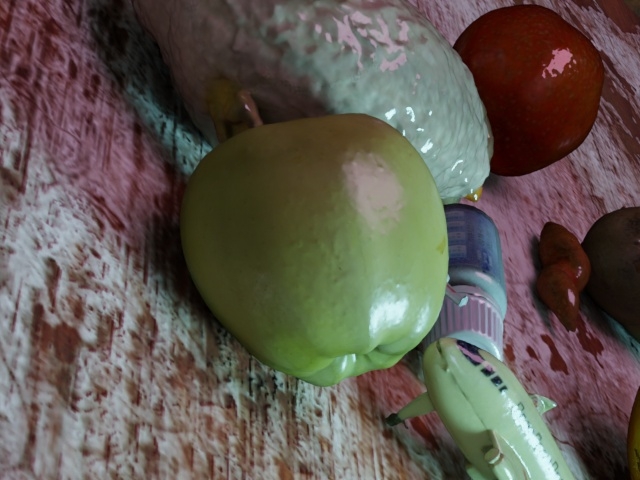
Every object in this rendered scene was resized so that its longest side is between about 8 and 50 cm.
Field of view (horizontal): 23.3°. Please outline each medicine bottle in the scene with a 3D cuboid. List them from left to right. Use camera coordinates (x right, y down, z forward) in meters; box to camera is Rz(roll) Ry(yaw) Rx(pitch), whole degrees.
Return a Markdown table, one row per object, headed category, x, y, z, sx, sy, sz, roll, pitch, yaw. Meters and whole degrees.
| category | x | y | z | sx | sy | sz | roll | pitch | yaw |
| --- | --- | --- | --- | --- | --- | --- | --- | --- | --- |
| medicine bottle | 0.124 | 0.048 | 1.373 | 0.083 | 0.083 | 0.203 | 43 | 23 | -21 |

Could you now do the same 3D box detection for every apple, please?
| category | x | y | z | sx | sy | sz | roll | pitch | yaw |
| --- | --- | --- | --- | --- | --- | --- | --- | --- | --- |
| apple | 0.000 | 0.000 | 1.084 | 0.200 | 0.200 | 0.200 | 42 | 25 | -24 |

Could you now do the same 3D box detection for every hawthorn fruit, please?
| category | x | y | z | sx | sy | sz | roll | pitch | yaw |
| --- | --- | --- | --- | --- | --- | --- | --- | --- | --- |
| hawthorn fruit | 0.212 | -0.157 | 1.759 | 0.196 | 0.196 | 0.225 | 48 | 53 | -9 |

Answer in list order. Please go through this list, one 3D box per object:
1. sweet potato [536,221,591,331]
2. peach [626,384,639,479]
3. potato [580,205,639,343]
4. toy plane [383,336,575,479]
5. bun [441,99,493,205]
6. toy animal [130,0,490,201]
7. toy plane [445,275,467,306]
| category | x | y | z | sx | sy | sz | roll | pitch | yaw |
| --- | --- | --- | --- | --- | --- | --- | --- | --- | --- |
| sweet potato | 0.268 | 0.031 | 1.714 | 0.202 | 0.058 | 0.055 | -78 | 147 | -63 |
| peach | 0.474 | 0.202 | 1.481 | 0.370 | 0.370 | 0.370 | 42 | 25 | -24 |
| potato | 0.402 | 0.043 | 1.834 | 0.262 | 0.165 | 0.165 | 37 | 27 | -41 |
| toy plane | 0.153 | 0.173 | 1.220 | 0.256 | 0.104 | 0.242 | 43 | 27 | -21 |
| bun | 0.095 | -0.131 | 1.543 | 0.210 | 0.116 | 0.237 | 47 | 21 | -14 |
| toy animal | -0.001 | -0.128 | 1.234 | 0.358 | 0.188 | 0.226 | 29 | 6 | -18 |
| toy plane | 0.058 | 0.011 | 1.313 | 0.162 | 0.065 | 0.171 | 33 | 9 | 13 |
